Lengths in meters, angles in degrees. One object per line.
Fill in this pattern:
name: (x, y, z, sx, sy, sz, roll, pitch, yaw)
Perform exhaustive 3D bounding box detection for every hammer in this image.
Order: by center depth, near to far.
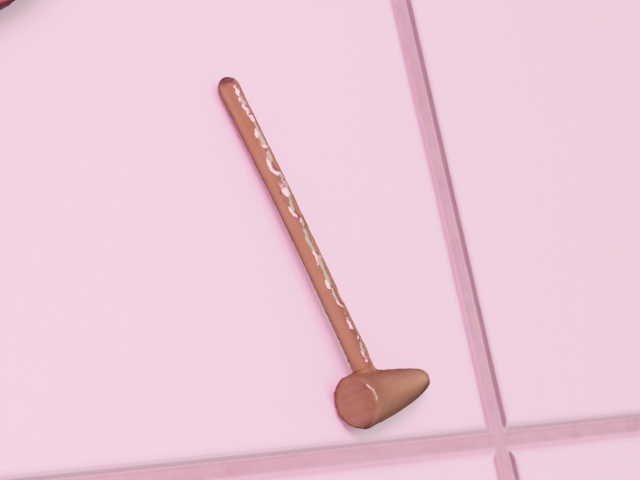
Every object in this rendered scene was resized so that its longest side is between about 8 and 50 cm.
hammer: (0.000, 0.000, 0.952, 0.060, 0.028, 0.195, -22, 86, -48)

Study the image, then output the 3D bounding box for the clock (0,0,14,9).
clock: (-0.206, -0.215, 0.844, 0.244, 0.056, 0.244, 18, 61, -35)
